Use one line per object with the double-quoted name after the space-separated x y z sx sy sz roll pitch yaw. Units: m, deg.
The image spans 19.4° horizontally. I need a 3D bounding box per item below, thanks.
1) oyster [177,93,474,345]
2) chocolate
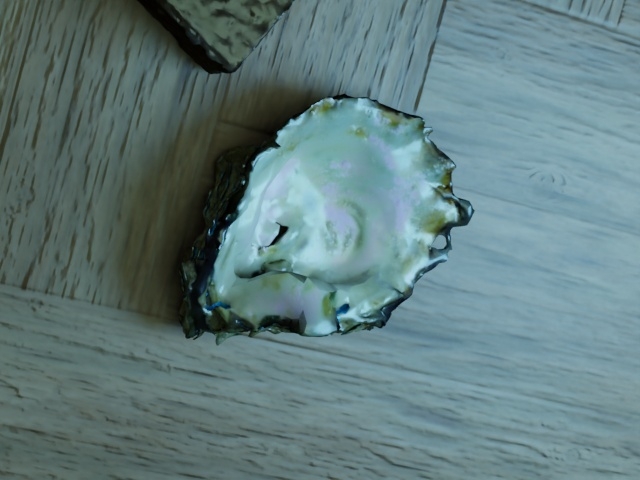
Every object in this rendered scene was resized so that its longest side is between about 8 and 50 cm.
-0.003 -0.002 1.516 0.259 0.092 0.198 -45 113 -19 "oyster"
-0.015 -0.282 1.453 0.112 0.112 0.321 40 85 -14 "chocolate"
